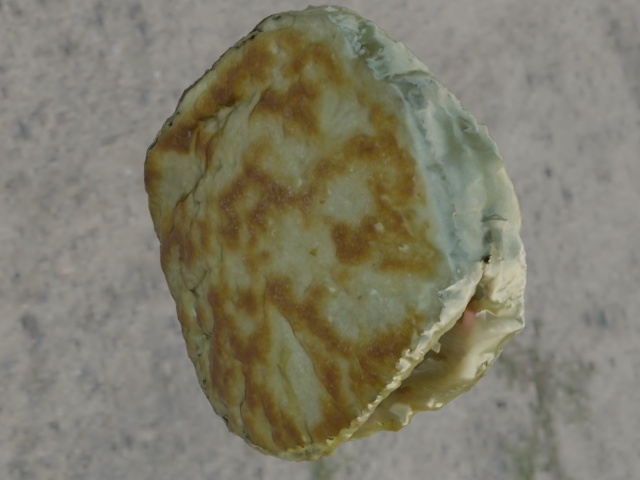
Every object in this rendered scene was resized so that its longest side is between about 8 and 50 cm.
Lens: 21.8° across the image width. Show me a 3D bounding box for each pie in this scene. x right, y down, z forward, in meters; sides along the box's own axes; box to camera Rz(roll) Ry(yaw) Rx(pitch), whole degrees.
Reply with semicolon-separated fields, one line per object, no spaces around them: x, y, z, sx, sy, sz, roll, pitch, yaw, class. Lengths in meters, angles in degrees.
0.000;0.000;0.740;0.084;0.205;0.179;-7;61;-47;pie
